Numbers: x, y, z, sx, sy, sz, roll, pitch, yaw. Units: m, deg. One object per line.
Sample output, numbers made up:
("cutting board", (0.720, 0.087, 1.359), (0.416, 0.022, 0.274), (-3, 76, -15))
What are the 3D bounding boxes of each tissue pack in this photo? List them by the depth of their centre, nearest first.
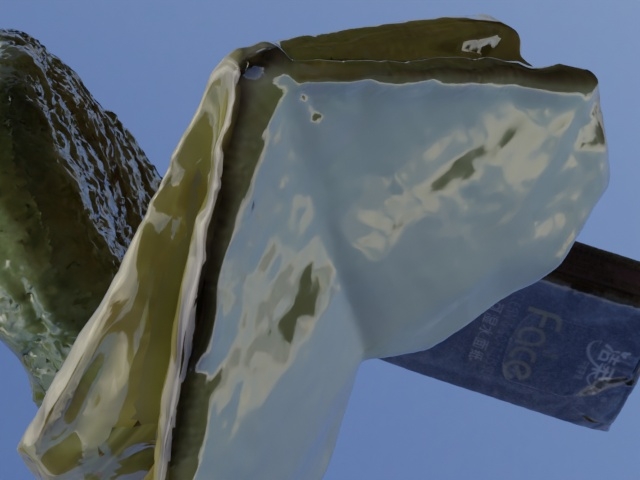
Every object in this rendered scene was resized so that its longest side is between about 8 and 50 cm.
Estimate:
("tissue pack", (0.113, 0.042, 1.136), (0.156, 0.112, 0.051), (16, -135, 0))

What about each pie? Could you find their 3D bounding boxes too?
("pie", (-0.107, 0.018, 0.942), (0.277, 0.079, 0.277), (60, -177, -6))

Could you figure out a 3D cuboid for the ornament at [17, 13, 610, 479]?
("ornament", (0.000, 0.000, 0.557), (0.059, 0.180, 0.201), (35, -111, 30))
